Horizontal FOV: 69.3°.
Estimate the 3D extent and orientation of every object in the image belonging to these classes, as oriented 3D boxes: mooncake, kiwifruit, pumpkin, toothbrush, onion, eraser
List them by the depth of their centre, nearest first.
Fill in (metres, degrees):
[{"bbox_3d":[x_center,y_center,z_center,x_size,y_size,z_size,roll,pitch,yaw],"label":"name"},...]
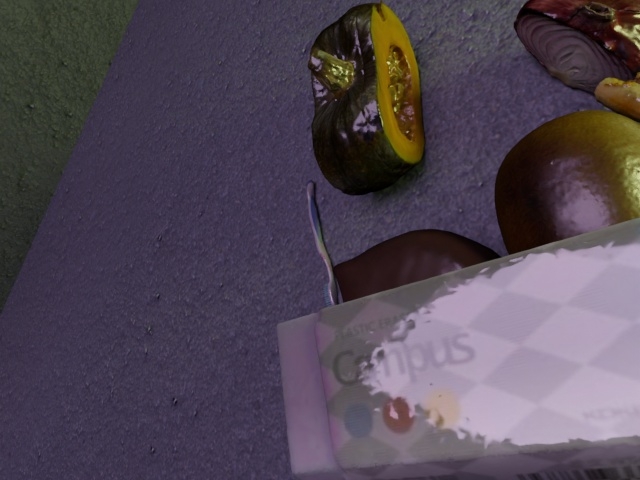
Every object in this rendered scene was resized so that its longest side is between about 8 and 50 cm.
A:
[{"bbox_3d":[0.141,0.144,0.463,0.397,0.082,0.213,-21,67,28],"label":"eraser"},{"bbox_3d":[0.308,-0.026,0.532,0.196,0.196,0.233,-26,58,31],"label":"kiwifruit"},{"bbox_3d":[0.363,-0.279,0.605,0.098,0.151,0.206,-43,69,3],"label":"onion"},{"bbox_3d":[0.131,0.164,0.620,0.334,0.174,0.325,-29,65,27],"label":"mooncake"},{"bbox_3d":[0.069,-0.242,0.773,0.139,0.222,0.317,-9,72,36],"label":"pumpkin"},{"bbox_3d":[0.000,0.000,0.886,0.027,0.021,0.269,-23,62,26],"label":"toothbrush"}]

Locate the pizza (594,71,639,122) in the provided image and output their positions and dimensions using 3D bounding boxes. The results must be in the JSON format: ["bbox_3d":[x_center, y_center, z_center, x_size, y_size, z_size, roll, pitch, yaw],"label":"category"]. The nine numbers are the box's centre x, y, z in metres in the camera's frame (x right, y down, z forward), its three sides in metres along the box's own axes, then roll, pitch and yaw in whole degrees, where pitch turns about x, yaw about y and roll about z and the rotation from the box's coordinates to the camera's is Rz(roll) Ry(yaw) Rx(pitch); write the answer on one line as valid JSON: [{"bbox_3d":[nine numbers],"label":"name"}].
[{"bbox_3d":[0.434,-0.152,0.495,0.246,0.058,0.127,21,47,24],"label":"pizza"}]
